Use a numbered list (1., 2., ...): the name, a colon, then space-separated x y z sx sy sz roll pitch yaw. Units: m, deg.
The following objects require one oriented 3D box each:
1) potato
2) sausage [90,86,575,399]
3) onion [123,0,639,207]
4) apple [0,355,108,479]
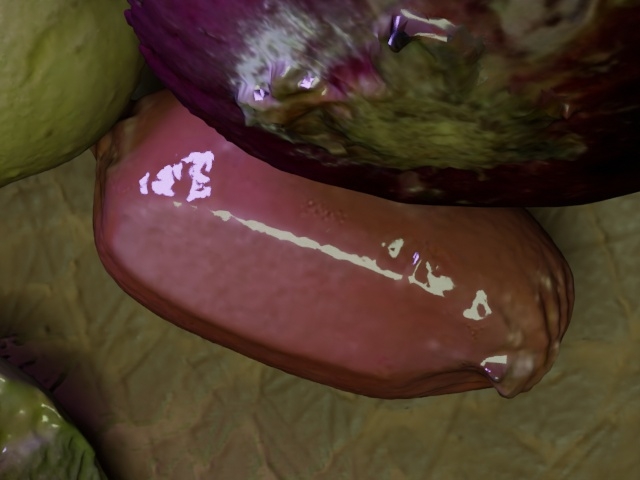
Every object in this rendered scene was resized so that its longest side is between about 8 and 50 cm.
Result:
1. potato: -0.203 -0.122 0.966 0.285 0.242 0.242 -29 99 15
2. sausage: 0.000 0.000 1.002 0.254 0.148 0.148 22 108 -2
3. onion: 0.085 -0.205 0.866 0.347 0.348 0.385 8 63 7
4. apple: -0.239 0.175 1.039 0.279 0.279 0.279 2 105 9
